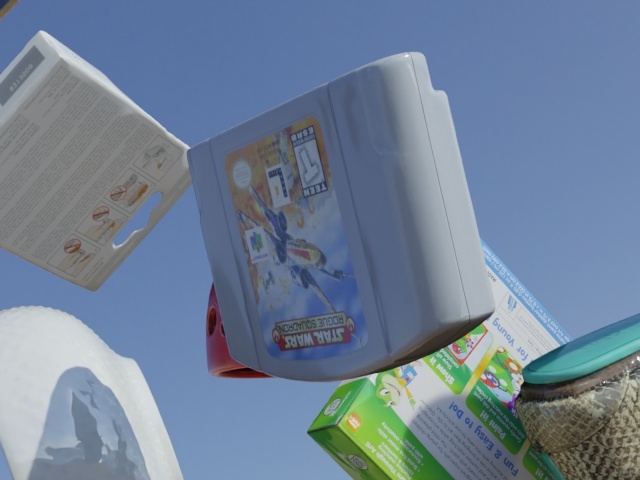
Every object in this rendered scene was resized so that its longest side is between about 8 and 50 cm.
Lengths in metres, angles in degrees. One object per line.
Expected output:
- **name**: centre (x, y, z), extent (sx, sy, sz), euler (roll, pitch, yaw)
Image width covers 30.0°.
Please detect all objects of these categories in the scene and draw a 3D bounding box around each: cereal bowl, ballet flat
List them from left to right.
- **cereal bowl**: centre (-0.216, 0.212, 1.135), extent (0.141, 0.339, 0.339), euler (-20, -22, -13)
- **ballet flat**: centre (0.388, 0.086, 1.047), extent (0.483, 0.182, 0.164), euler (-30, 7, -18)

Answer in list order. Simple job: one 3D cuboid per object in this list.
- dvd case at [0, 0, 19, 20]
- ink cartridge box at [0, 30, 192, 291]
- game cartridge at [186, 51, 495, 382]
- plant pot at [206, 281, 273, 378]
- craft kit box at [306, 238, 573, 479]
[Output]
- **dvd case**: centre (-0.431, -0.426, 1.723), extent (0.018, 0.164, 0.221), euler (9, -16, -32)
- **ink cartridge box**: centre (-0.398, -0.110, 1.884), extent (0.308, 0.091, 0.385), euler (-48, -37, 5)
- **game cartridge**: centre (0.000, 0.000, 0.845), extent (0.062, 0.198, 0.297), euler (-7, -4, -32)
- **plant pot**: centre (-0.041, 0.070, 1.402), extent (0.191, 0.174, 0.191), euler (-3, -13, -1)
- **craft kit box**: centre (0.145, 0.161, 1.073), extent (0.061, 0.250, 0.246), euler (-27, 21, 52)
